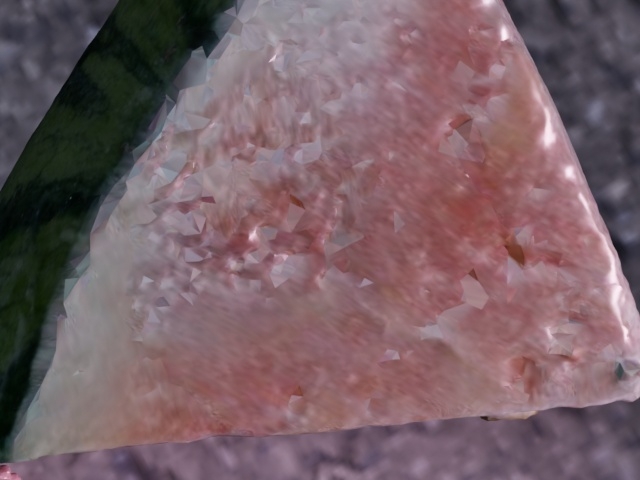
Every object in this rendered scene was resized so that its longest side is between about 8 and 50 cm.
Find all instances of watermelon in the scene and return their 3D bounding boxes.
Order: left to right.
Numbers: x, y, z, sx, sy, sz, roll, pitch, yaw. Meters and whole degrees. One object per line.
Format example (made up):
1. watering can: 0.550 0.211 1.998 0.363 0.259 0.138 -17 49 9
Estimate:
1. watermelon: 0.000 0.000 0.599 0.201 0.213 0.261 39 94 -2

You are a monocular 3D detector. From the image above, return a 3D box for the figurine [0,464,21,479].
1. figurine: -0.153 0.137 0.651 0.072 0.054 0.129 12 84 8
